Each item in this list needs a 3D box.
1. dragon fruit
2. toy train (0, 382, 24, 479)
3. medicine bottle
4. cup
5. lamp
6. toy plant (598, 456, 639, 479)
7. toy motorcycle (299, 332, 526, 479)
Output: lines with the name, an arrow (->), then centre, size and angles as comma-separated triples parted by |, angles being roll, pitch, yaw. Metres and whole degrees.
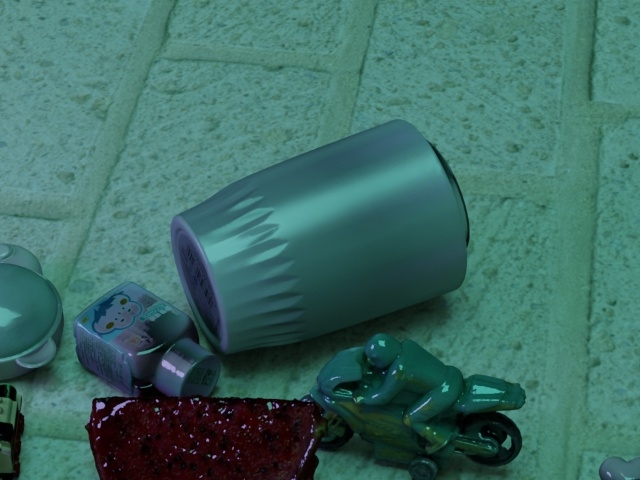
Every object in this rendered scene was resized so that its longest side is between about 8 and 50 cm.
dragon fruit -> -0.121, 0.295, 2.080 | 0.317, 0.152, 0.205 | 0, 82, 23
toy train -> -0.410, 0.244, 2.171 | 0.050, 0.087, 0.138 | 0, 42, -3
medicine bottle -> -0.229, 0.147, 2.269 | 0.188, 0.094, 0.119 | 28, 48, 30
cup -> 0.000, 0.000, 2.317 | 0.371, 0.253, 0.253 | -19, 44, -16
lamp -> -0.445, 0.087, 2.335 | 0.179, 0.108, 0.246 | -2, 41, -7
toy plant -> 0.369, 0.361, 2.001 | 0.243, 0.112, 0.232 | -24, 51, -15
toy motorcycle -> 0.111, 0.200, 2.128 | 0.296, 0.198, 0.109 | 10, 38, 10
